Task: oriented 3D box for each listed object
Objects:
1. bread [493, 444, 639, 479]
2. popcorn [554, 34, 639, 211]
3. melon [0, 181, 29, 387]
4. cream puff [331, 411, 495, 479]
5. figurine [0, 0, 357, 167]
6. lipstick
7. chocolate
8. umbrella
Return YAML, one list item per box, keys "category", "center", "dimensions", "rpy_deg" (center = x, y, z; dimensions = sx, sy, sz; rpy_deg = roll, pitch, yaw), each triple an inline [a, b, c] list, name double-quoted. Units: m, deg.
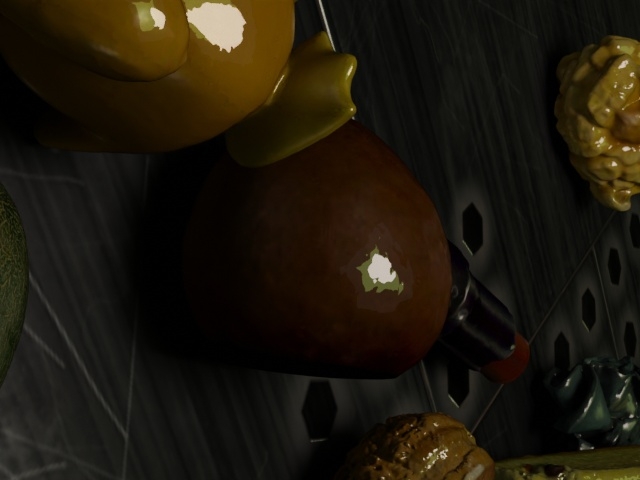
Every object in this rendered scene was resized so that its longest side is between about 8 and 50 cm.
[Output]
- category: "bread"
  center: [0.299, 0.263, 1.127]
  dimensions: [0.361, 0.077, 0.138]
  rpy_deg: [1, 93, -32]
- category: "popcorn"
  center: [0.330, -0.127, 1.303]
  dimensions: [0.194, 0.163, 0.140]
  rpy_deg: [25, 40, -20]
- category: "melon"
  center: [-0.176, 0.028, 0.487]
  dimensions: [0.114, 0.114, 0.167]
  rpy_deg: [44, 53, -47]
- category: "cream puff"
  center: [0.059, 0.184, 0.851]
  dimensions: [0.126, 0.103, 0.144]
  rpy_deg: [-33, 142, -53]
- category: "figurine"
  center: [-0.104, -0.134, 0.572]
  dimensions: [0.228, 0.215, 0.215]
  rpy_deg: [66, 35, -48]
- category: "lipstick"
  center: [0.084, 0.039, 0.935]
  dimensions: [0.300, 0.081, 0.081]
  rpy_deg: [38, 55, -49]
- category: "chocolate"
  center: [0.000, 0.000, 0.731]
  dimensions: [0.177, 0.177, 0.177]
  rpy_deg: [10, 78, -57]
- category: "umbrella"
  center: [0.300, 0.282, 1.232]
  dimensions: [0.094, 0.143, 0.349]
  rpy_deg: [-138, -138, -70]
